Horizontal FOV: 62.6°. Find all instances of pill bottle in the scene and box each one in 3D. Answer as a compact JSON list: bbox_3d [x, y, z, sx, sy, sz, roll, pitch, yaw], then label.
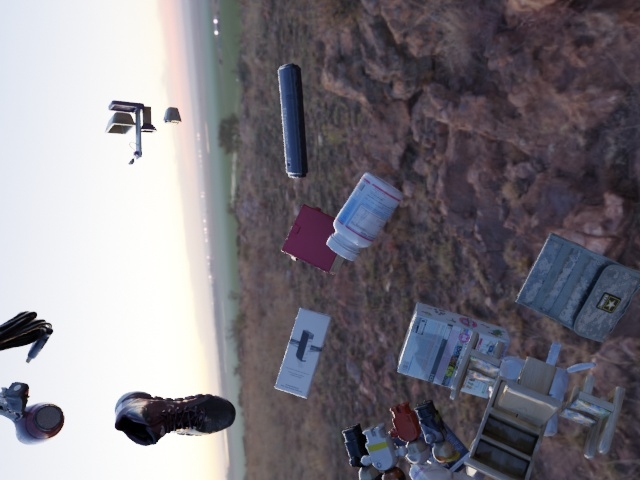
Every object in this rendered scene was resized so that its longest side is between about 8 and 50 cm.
[{"bbox_3d":[0.081,-0.044,1.010,0.160,0.087,0.087,-57,25,13],"label":"pill bottle"}]

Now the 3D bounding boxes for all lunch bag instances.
[{"bbox_3d":[0.764,0.140,1.558,0.235,0.287,0.169,-67,-18,13],"label":"lunch bag"}]

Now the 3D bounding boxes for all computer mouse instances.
[{"bbox_3d":[-0.452,0.180,0.661,0.060,0.184,0.262,44,117,8],"label":"computer mouse"}]

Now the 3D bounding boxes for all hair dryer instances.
[{"bbox_3d":[-0.620,0.328,1.058,0.080,0.224,0.293,-58,-22,-44],"label":"hair dryer"}]

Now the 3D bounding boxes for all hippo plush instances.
[{"bbox_3d":[0.652,0.455,1.653,0.294,0.234,0.236,-57,-18,-7],"label":"hippo plush"}]

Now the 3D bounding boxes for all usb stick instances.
[{"bbox_3d":[-0.069,-0.297,1.317,0.077,0.045,0.277,13,112,53],"label":"usb stick"}]

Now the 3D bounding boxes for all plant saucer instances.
[{"bbox_3d":[0.521,0.721,1.743,0.168,0.029,0.168,17,-90,-86],"label":"plant saucer"}]

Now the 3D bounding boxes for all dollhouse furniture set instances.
[{"bbox_3d":[0.306,0.283,0.814,0.161,0.212,0.242,-62,-23,-20],"label":"dollhouse furniture set"},{"bbox_3d":[-0.258,-0.140,0.749,0.114,0.091,0.081,-4,88,58],"label":"dollhouse furniture set"}]

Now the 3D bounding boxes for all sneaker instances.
[{"bbox_3d":[0.336,0.656,1.441,0.152,0.114,0.305,37,178,34],"label":"sneaker"},{"bbox_3d":[-0.332,0.423,1.199,0.162,0.282,0.106,-155,72,-76],"label":"sneaker"}]

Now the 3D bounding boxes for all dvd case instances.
[{"bbox_3d":[0.338,0.634,1.627,0.221,0.165,0.018,47,174,35],"label":"dvd case"}]

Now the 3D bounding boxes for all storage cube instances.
[{"bbox_3d":[0.000,0.000,1.921,0.214,0.193,0.184,-64,-12,-2],"label":"storage cube"}]

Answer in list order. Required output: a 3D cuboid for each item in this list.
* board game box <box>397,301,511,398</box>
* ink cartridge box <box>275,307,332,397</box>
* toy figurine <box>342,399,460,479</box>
[{"bbox_3d":[0.428,0.358,1.716,0.097,0.304,0.223,-57,-18,-70],"label":"board game box"},{"bbox_3d":[-0.054,0.373,1.771,0.197,0.114,0.272,93,-165,-78],"label":"ink cartridge box"},{"bbox_3d":[0.175,0.459,1.167,0.148,0.213,0.209,69,156,11],"label":"toy figurine"}]
